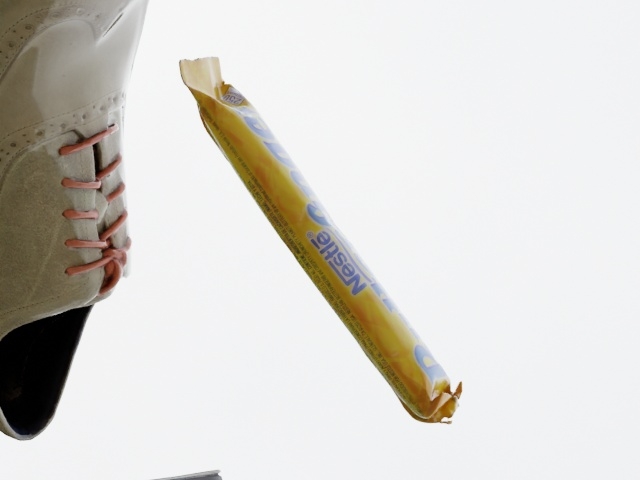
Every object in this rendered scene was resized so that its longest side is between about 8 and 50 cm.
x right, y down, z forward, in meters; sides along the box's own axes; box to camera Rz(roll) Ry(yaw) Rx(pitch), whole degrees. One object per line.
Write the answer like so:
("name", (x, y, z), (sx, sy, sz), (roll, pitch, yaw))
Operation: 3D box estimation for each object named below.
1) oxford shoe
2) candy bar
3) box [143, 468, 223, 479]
("oxford shoe", (-0.127, -0.040, 0.883), (0.130, 0.123, 0.348), (45, -44, 21))
("candy bar", (0.000, 0.000, 0.640), (0.018, 0.040, 0.161), (-37, -91, 16))
("box", (-0.238, 0.219, 1.069), (0.307, 0.242, 0.076), (-25, -108, 44))
